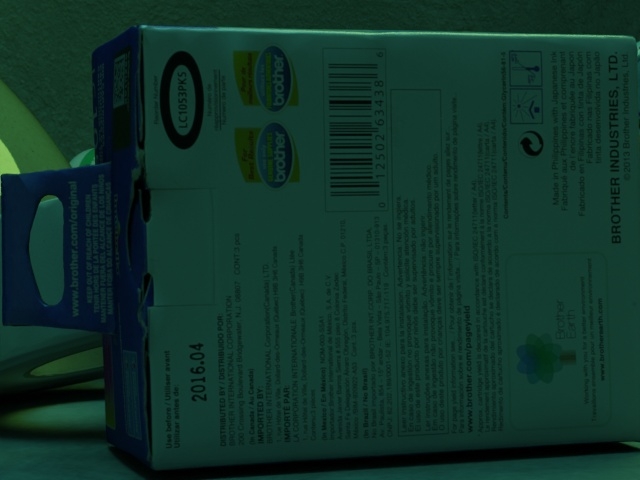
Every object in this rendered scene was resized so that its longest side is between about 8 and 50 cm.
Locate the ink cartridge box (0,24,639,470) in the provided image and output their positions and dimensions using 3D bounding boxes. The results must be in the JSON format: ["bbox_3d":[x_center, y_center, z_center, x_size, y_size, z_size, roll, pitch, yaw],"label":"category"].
[{"bbox_3d":[0.000,0.000,1.113,0.395,0.270,0.151,-1,0,-19],"label":"ink cartridge box"}]

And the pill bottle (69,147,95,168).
[{"bbox_3d":[-0.199,-0.026,2.148,0.361,0.204,0.204,-9,0,20],"label":"pill bottle"}]

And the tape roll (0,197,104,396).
[{"bbox_3d":[-0.161,0.038,1.294,0.286,0.100,0.286,-14,-8,-2],"label":"tape roll"}]

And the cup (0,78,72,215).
[{"bbox_3d":[-0.365,-0.051,1.461,0.331,0.237,0.331,-18,-10,-3],"label":"cup"}]

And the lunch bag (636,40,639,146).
[{"bbox_3d":[0.284,-0.101,1.736,0.221,0.138,0.293,-31,1,-12],"label":"lunch bag"}]
